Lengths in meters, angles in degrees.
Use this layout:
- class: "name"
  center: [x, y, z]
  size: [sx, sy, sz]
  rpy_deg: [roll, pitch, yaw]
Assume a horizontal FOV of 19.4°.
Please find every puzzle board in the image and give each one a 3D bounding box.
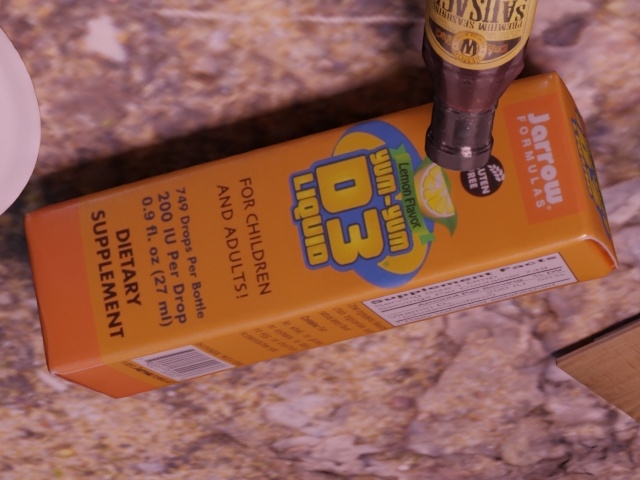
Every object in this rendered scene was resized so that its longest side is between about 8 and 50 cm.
- class: "puzzle board"
  center: [0.199, 0.054, 0.966]
  size: [0.128, 0.011, 0.096]
  rpy_deg: [-28, 139, 28]

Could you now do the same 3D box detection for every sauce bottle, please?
- class: "sauce bottle"
  center: [0.059, -0.084, 0.685]
  size: [0.042, 0.042, 0.128]
  rpy_deg: [-1, 126, -7]

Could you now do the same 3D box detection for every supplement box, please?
- class: "supplement box"
  center: [0.000, 0.000, 0.781]
  size: [0.233, 0.078, 0.080]
  rpy_deg: [-15, 164, 10]

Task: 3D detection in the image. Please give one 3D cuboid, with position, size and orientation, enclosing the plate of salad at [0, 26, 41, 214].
- class: "plate of salad"
  center: [-0.203, -0.061, 0.702]
  size: [0.200, 0.048, 0.200]
  rpy_deg: [3, 141, 3]
